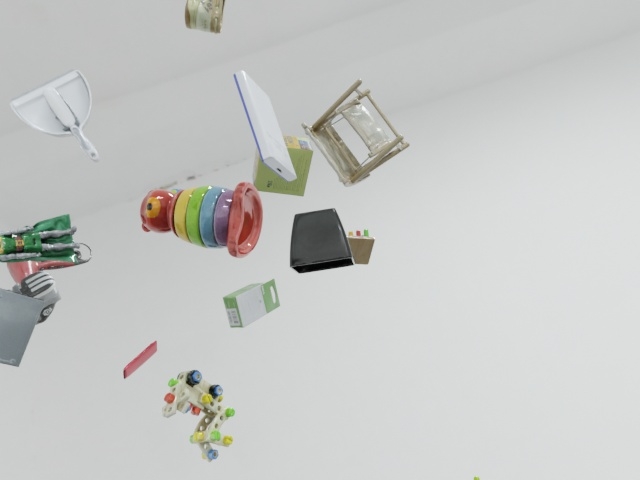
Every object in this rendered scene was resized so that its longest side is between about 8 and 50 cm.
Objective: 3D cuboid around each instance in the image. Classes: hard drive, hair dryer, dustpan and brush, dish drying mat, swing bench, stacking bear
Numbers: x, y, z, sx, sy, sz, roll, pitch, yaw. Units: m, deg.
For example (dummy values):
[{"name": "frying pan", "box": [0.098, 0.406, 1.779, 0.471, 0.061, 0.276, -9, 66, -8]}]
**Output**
[{"name": "hard drive", "box": [-0.176, -0.362, 1.768, 0.040, 0.319, 0.210, -24, -19, 14]}, {"name": "hard drive", "box": [-0.608, 0.168, 1.067, 0.094, 0.135, 0.022, 23, -11, -28]}, {"name": "hair dryer", "box": [-0.923, 0.074, 1.841, 0.223, 0.293, 0.080, 8, -54, 2]}, {"name": "dustpan and brush", "box": [-0.483, -0.229, 1.058, 0.147, 0.211, 0.060, -35, -2, -17]}, {"name": "dish drying mat", "box": [-0.335, 0.221, 1.024, 0.083, 0.008, 0.032, -46, -26, -48]}, {"name": "swing bench", "box": [0.117, -0.349, 1.846, 0.254, 0.253, 0.165, -36, -9, 14]}, {"name": "stacking bear", "box": [-0.300, -0.061, 1.331, 0.289, 0.175, 0.164, 7, -1, 13]}]

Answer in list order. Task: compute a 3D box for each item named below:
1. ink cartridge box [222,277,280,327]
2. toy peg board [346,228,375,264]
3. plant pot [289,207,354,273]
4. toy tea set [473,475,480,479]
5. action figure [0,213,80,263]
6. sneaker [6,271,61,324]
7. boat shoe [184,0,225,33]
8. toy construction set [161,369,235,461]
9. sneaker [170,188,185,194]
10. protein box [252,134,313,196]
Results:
[{"name": "ink cartridge box", "box": [-0.231, 0.210, 1.874, 0.062, 0.109, 0.209, -6, 11, 35]}, {"name": "toy peg board", "box": [0.140, 0.020, 2.396, 0.160, 0.079, 0.161, 3, -46, -7]}, {"name": "plant pot", "box": [0.000, 0.000, 1.705, 0.187, 0.167, 0.188, -9, -11, 5]}, {"name": "toy tea set", "box": [0.383, 0.762, 1.623, 0.200, 0.124, 0.336, -27, -38, 31]}, {"name": "action figure", "box": [-0.744, 0.007, 1.410, 0.232, 0.137, 0.063, -10, -6, -43]}, {"name": "sneaker", "box": [-0.707, 0.173, 1.269, 0.228, 0.086, 0.132, -28, -30, -20]}, {"name": "boat shoe", "box": [-0.236, -0.616, 1.306, 0.089, 0.285, 0.104, 17, -11, -2]}, {"name": "toy construction set", "box": [-0.398, 0.541, 1.756, 0.151, 0.215, 0.328, -6, -44, 24]}, {"name": "sneaker", "box": [-0.359, -0.104, 1.647, 0.188, 0.078, 0.067, 18, -75, -4]}, {"name": "protein box", "box": [-0.153, -0.299, 2.155, 0.201, 0.136, 0.200, 5, -61, -15]}]
